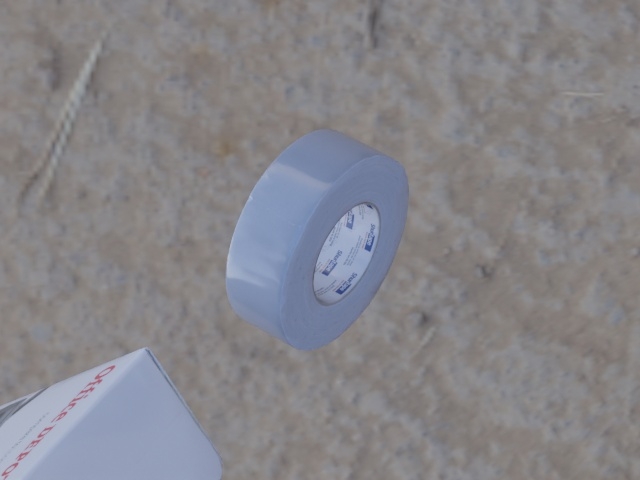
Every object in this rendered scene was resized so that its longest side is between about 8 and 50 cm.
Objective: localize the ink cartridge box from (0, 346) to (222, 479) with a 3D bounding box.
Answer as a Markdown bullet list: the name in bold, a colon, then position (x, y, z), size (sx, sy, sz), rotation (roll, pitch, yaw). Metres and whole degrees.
- **ink cartridge box**: position (-0.338, 0.296, 1.559), size (0.395, 0.285, 0.166), rotation (-23, 106, 32)

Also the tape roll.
- **tape roll**: position (0.000, 0.000, 1.524), size (0.072, 0.219, 0.219), rotation (27, 105, 27)
